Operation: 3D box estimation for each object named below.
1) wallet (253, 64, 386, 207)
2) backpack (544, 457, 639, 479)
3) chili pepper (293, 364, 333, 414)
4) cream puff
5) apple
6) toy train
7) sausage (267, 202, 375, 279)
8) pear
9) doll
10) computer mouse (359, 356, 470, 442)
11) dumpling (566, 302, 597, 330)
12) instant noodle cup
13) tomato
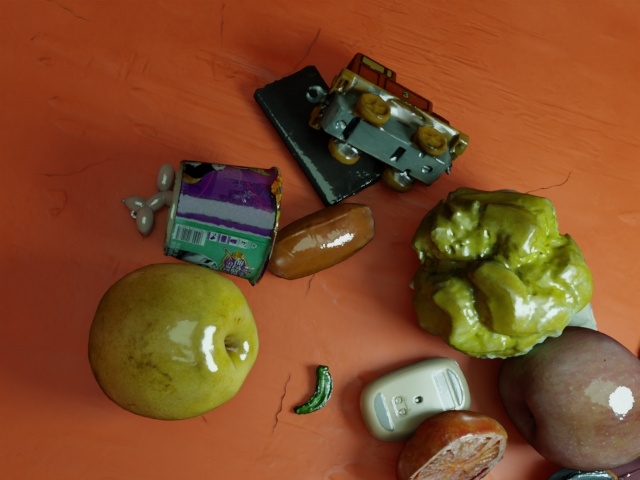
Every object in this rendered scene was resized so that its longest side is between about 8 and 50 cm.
[{"bbox_3d":[-0.002,-0.240,1.540,0.171,0.044,0.321,-31,82,-16],"label":"wallet"},{"bbox_3d":[0.634,0.568,1.359,0.318,0.197,0.283,-16,87,-12],"label":"backpack"},{"bbox_3d":[-0.006,0.320,1.419,0.056,0.035,0.117,29,85,12],"label":"chili pepper"},{"bbox_3d":[0.329,0.044,1.365,0.275,0.378,0.378,43,72,-35],"label":"cream puff"},{"bbox_3d":[0.503,0.312,1.346,0.235,0.305,0.305,-17,80,-13],"label":"apple"},{"bbox_3d":[0.139,-0.265,1.485,0.369,0.163,0.231,25,48,-14],"label":"toy train"},{"bbox_3d":[0.000,0.000,1.443,0.259,0.133,0.133,-23,81,-12],"label":"sausage"},{"bbox_3d":[-0.279,0.188,1.277,0.315,0.314,0.314,2,77,-7],"label":"pear"},{"bbox_3d":[-0.336,-0.078,1.451,0.161,0.059,0.160,30,74,-1],"label":"doll"},{"bbox_3d":[0.197,0.332,1.414,0.237,0.082,0.145,-19,81,-13],"label":"computer mouse"},{"bbox_3d":[0.509,0.132,1.491,0.151,0.124,0.228,-28,90,25],"label":"dumpling"},{"bbox_3d":[-0.202,-0.046,1.346,0.190,0.251,0.251,11,76,-17],"label":"instant noodle cup"},{"bbox_3d":[0.252,0.419,1.353,0.237,0.236,0.095,-21,45,-11],"label":"tomato"}]
